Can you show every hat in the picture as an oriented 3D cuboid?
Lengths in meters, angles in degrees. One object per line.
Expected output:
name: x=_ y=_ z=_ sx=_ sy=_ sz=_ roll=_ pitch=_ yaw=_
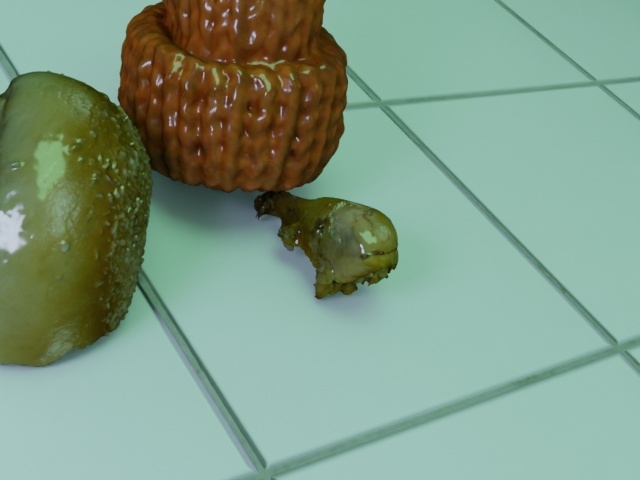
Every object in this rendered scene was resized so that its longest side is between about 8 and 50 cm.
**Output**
hat: x=-0.065 y=-0.263 z=1.068 sx=0.285 sy=0.400 sz=0.285 roll=16 pitch=22 yaw=-7

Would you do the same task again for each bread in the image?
bread: x=-0.242 y=-0.053 z=0.905 sx=0.171 sy=0.192 sz=0.314 roll=9 pitch=39 yaw=-14

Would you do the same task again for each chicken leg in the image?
chicken leg: x=0.001 y=-0.003 z=1.060 sx=0.085 sy=0.101 sz=0.207 roll=-13 pitch=29 yaw=-42
